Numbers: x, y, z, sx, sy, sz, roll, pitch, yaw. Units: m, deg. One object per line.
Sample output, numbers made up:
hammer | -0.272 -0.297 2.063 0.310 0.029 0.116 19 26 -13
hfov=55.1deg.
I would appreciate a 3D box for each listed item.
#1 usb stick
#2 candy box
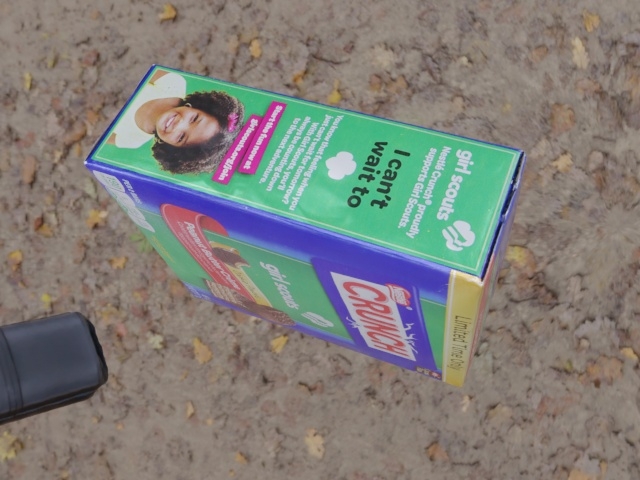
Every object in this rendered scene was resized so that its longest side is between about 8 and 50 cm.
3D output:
usb stick | -0.289 0.111 0.434 0.045 0.277 0.077 -28 77 43
candy box | 0.000 0.000 0.555 0.316 0.268 0.122 15 66 18
